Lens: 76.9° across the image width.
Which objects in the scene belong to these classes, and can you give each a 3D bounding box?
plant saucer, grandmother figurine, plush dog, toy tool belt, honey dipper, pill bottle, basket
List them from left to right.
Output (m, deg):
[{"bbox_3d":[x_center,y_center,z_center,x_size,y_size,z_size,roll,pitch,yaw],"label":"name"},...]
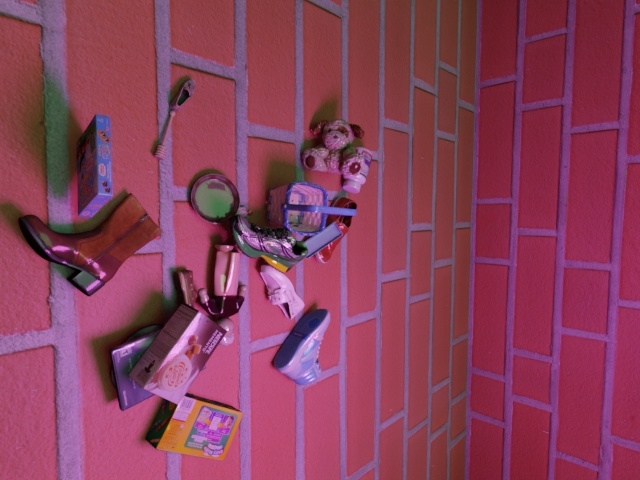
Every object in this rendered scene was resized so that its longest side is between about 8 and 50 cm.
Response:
[{"bbox_3d":[-0.475,-0.328,1.239,0.030,0.030,0.161,23,75,-45],"label":"honey dipper"},{"bbox_3d":[-0.354,-0.139,1.358,0.168,0.029,0.169,3,85,-32],"label":"plant saucer"},{"bbox_3d":[-0.327,0.188,1.381,0.207,0.104,0.343,5,87,-43],"label":"grandmother figurine"},{"bbox_3d":[-0.286,-0.108,1.437,0.083,0.052,0.051,-16,61,-49],"label":"toy tool belt"},{"bbox_3d":[-0.041,-0.117,1.518,0.254,0.288,0.201,4,89,-47],"label":"basket"},{"bbox_3d":[0.000,0.000,1.703,0.192,0.018,0.067,-34,94,-12],"label":"plant saucer"},{"bbox_3d":[0.071,-0.396,1.696,0.210,0.262,0.226,-39,137,-76],"label":"plush dog"},{"bbox_3d":[0.165,-0.321,1.850,0.108,0.108,0.194,29,72,-43],"label":"pill bottle"}]

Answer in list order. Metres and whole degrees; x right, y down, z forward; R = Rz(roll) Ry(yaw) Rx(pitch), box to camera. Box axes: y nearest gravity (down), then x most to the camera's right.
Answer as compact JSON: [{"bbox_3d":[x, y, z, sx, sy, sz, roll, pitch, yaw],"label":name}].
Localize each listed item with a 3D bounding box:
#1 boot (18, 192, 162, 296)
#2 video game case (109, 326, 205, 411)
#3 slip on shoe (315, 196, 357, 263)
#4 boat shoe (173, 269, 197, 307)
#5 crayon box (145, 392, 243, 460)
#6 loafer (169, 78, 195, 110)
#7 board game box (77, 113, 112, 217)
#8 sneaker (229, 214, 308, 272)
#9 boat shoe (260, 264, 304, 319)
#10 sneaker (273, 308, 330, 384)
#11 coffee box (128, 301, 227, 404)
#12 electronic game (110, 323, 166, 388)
[{"bbox_3d":[-0.601,-0.034,1.086,0.264,0.096,0.280,54,53,-26],"label":"boot"},{"bbox_3d":[-0.479,0.361,1.217,0.274,0.026,0.196,-18,114,-45],"label":"video game case"},{"bbox_3d":[0.067,-0.051,1.774,0.123,0.101,0.331,44,63,-40],"label":"slip on shoe"},{"bbox_3d":[-0.425,0.181,1.302,0.060,0.064,0.178,-15,101,-43],"label":"boat shoe"},{"bbox_3d":[-0.408,0.615,1.339,0.278,0.081,0.165,40,65,-41],"label":"crayon box"},{"bbox_3d":[-0.427,-0.460,1.271,0.045,0.039,0.125,42,64,-39],"label":"loafer"},{"bbox_3d":[-0.570,-0.183,1.013,0.039,0.160,0.212,4,70,-46],"label":"board game box"},{"bbox_3d":[-0.180,-0.010,1.418,0.343,0.146,0.134,31,31,-46],"label":"sneaker"},{"bbox_3d":[-0.157,0.208,1.560,0.096,0.098,0.277,-55,130,-29],"label":"boat shoe"},{"bbox_3d":[-0.037,0.455,1.687,0.319,0.127,0.208,-48,123,-21],"label":"sneaker"},{"bbox_3d":[-0.413,0.329,1.188,0.247,0.098,0.141,-57,137,-22],"label":"coffee box"},{"bbox_3d":[-0.520,0.367,1.228,0.229,0.048,0.229,-17,113,-45],"label":"electronic game"}]
